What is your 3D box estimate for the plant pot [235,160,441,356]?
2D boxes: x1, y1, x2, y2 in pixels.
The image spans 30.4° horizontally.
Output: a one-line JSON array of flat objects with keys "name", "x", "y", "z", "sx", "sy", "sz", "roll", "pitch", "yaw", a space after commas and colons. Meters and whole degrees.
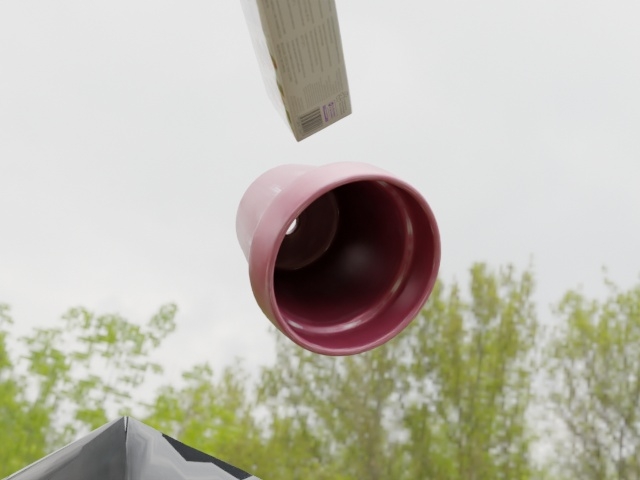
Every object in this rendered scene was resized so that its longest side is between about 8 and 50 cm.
[{"name": "plant pot", "x": 0.000, "y": 0.000, "z": 1.266, "sx": 0.201, "sy": 0.201, "sz": 0.180, "roll": 31, "pitch": 3, "yaw": -32}]

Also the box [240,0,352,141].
[{"name": "box", "x": -0.026, "y": -0.189, "z": 0.969, "sx": 0.067, "sy": 0.063, "sz": 0.324, "roll": -30, "pitch": -23, "yaw": -5}]

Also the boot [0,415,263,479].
[{"name": "boot", "x": -0.111, "y": 0.319, "z": 0.870, "sx": 0.367, "sy": 0.146, "sz": 0.445, "roll": -45, "pitch": -40, "yaw": 13}]
